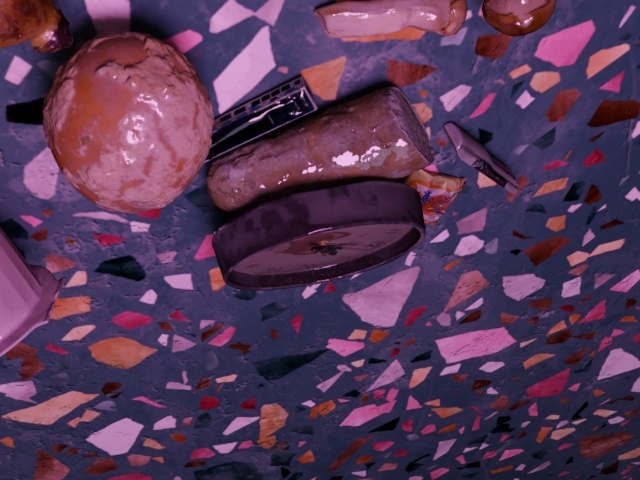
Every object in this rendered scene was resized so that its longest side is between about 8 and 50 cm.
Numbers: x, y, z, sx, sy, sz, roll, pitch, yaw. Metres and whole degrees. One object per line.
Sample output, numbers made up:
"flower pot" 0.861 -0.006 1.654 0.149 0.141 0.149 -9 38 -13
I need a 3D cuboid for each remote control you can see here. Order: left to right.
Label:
"remote control" 0.257 -0.128 1.180 0.166 0.065 0.029 26 121 -37

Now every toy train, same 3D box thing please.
"toy train" -0.107 -0.160 1.040 0.208 0.047 0.043 -25 133 9

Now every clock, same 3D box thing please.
"clock" 0.000 0.000 1.130 0.325 0.067 0.325 -12 165 -3

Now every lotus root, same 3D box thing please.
"lotus root" -0.371 -0.274 0.761 0.260 0.145 0.128 29 127 -35

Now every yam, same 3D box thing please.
"yam" -0.005 -0.120 1.067 0.331 0.133 0.133 -17 138 4

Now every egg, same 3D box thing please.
"egg" -0.233 -0.138 0.915 0.204 0.203 0.245 0 141 -18

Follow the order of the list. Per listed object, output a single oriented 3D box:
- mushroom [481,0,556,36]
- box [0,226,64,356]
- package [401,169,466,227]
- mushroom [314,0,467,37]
"mushroom" 0.234 -0.393 0.850 0.129 0.128 0.350 -15 140 -2
"box" -0.528 0.047 0.977 0.291 0.262 0.206 -39 127 -29
"package" 0.172 -0.072 1.236 0.121 0.031 0.108 11 130 -27
"mushroom" 0.093 -0.289 0.971 0.202 0.054 0.059 -4 138 -8
